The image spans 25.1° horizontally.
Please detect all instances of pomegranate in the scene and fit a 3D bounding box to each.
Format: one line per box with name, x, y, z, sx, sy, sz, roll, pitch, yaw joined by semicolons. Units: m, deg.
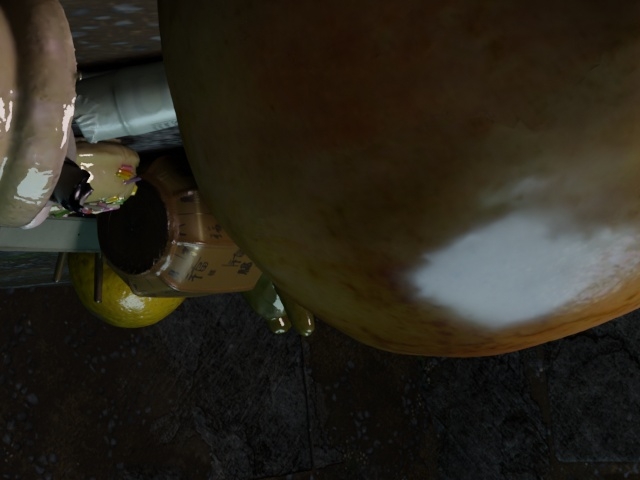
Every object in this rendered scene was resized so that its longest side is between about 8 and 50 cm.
pomegranate;0.080;-0.080;0.513;0.270;0.229;0.252;-15;172;33

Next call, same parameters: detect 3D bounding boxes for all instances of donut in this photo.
donut;-0.256;-0.057;1.374;0.174;0.068;0.174;-7;175;-1

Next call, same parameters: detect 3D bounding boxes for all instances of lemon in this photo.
lemon;-0.233;0.023;1.787;0.170;0.170;0.207;-5;171;-9

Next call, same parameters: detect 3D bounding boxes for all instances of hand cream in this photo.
hand cream;-0.075;-0.113;1.034;0.204;0.050;0.078;-11;-179;8

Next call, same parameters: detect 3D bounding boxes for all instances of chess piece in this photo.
chess piece;-0.271;-0.079;0.743;0.260;0.143;0.142;2;172;-31

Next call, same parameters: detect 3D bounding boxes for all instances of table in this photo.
table;-0.312;0.005;1.556;0.121;0.111;0.240;23;-168;31

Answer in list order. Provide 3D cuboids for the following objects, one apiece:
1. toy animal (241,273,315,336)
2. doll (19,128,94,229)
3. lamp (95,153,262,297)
toy animal;0.007;0.015;1.852;0.181;0.180;0.363;-43;-162;-22
doll;-0.223;-0.069;1.015;0.095;0.149;0.192;-46;-172;-5
lamp;-0.140;-0.014;1.536;0.161;0.161;0.185;-9;173;36
